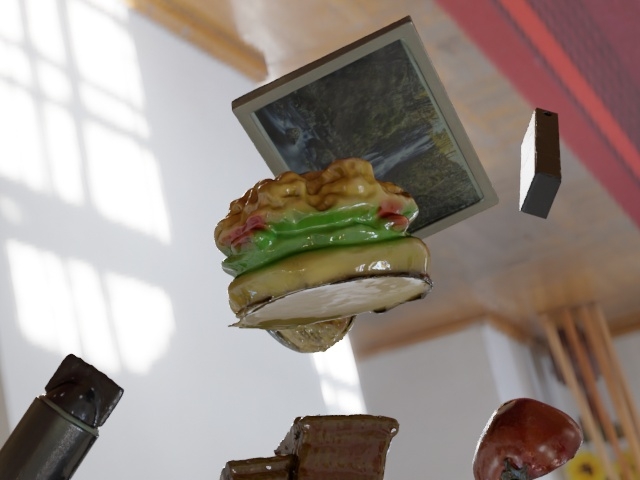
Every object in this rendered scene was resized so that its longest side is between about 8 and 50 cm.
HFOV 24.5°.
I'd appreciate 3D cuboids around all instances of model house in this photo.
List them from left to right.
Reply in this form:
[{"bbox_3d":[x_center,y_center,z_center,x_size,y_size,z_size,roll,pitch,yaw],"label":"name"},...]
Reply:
[{"bbox_3d":[-0.027,0.297,1.692,0.199,0.229,0.219,9,-163,-12],"label":"model house"}]

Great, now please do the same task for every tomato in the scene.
[{"bbox_3d":[0.254,0.258,1.920,0.159,0.091,0.139,-31,-175,36],"label":"tomato"}]

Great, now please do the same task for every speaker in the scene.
[{"bbox_3d":[0.355,-0.128,2.379,0.044,0.218,0.082,15,124,-2],"label":"speaker"}]

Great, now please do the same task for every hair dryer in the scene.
[{"bbox_3d":[-0.206,0.255,1.450,0.195,0.248,0.078,-56,166,-4],"label":"hair dryer"}]

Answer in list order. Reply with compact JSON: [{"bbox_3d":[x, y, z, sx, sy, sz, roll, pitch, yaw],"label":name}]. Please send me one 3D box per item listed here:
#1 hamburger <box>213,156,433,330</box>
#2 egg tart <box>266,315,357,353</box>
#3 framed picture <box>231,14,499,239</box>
[{"bbox_3d":[0.000,0.000,1.521,0.237,0.149,0.237,-12,167,-3],"label":"hamburger"},{"bbox_3d":[-0.035,0.048,2.069,0.094,0.234,0.234,-17,163,42],"label":"egg tart"},{"bbox_3d":[0.062,-0.105,1.817,0.240,0.020,0.324,-25,131,7],"label":"framed picture"}]
